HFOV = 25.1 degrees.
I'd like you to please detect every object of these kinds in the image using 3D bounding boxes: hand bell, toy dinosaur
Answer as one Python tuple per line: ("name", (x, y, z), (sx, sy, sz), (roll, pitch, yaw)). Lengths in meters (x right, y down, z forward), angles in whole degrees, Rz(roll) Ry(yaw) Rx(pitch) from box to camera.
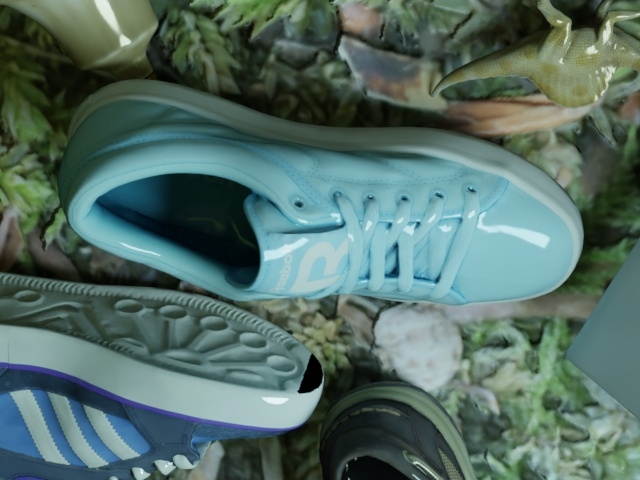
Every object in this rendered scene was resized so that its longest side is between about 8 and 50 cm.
("hand bell", (-0.124, -0.105, 1.037), (0.126, 0.126, 0.242), (-24, 108, 18))
("toy dinosaur", (0.159, -0.134, 0.973), (0.183, 0.053, 0.093), (-1, 104, 14))

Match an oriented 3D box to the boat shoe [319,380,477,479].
("boat shoe", (0.098, 0.276, 1.044), (0.132, 0.130, 0.355), (-32, 94, 19))

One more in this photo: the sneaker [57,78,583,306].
("sneaker", (0.000, 0.000, 0.964), (0.365, 0.150, 0.135), (9, 123, -2))

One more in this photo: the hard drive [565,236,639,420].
("hard drive", (0.301, -0.003, 0.889), (0.040, 0.203, 0.308), (22, 104, -38))

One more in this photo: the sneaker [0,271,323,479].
("sneaker", (-0.166, 0.162, 1.096), (0.322, 0.130, 0.236), (10, 115, 6))
